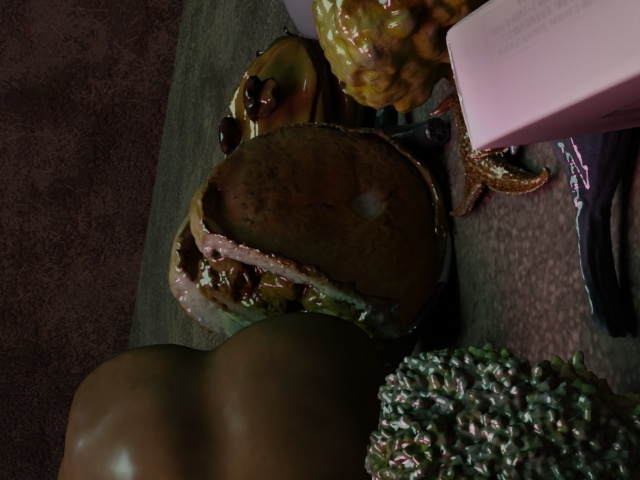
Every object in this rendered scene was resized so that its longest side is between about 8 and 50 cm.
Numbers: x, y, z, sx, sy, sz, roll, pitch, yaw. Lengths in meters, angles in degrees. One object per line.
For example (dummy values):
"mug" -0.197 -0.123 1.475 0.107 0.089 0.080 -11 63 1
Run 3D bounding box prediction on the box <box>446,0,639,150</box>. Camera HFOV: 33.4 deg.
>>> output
"box" 0.235 -0.146 0.709 0.252 0.203 0.106 -20 82 66

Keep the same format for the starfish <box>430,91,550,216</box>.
"starfish" 0.174 -0.098 1.141 0.213 0.057 0.238 -115 31 -41

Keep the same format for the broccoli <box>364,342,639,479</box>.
"broccoli" 0.171 0.210 0.812 0.235 0.260 0.288 -29 60 51

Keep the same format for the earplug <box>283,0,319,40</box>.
"earplug" 0.015 -0.377 1.282 0.175 0.214 0.325 -60 -29 -28

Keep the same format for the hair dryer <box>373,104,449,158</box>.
"hair dryer" 0.104 -0.188 1.381 0.195 0.075 0.219 -20 59 59

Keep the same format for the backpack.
"backpack" -0.050 -0.119 1.588 0.353 0.201 0.377 150 126 -73

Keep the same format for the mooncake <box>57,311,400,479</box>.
"mooncake" -0.059 0.296 1.152 0.467 0.467 0.262 113 155 -44

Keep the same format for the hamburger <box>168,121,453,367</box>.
"hamburger" 0.000 0.000 1.281 0.276 0.318 0.195 -64 0 -37

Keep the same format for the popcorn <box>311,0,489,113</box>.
"popcorn" 0.095 -0.264 1.154 0.173 0.225 0.286 51 143 16

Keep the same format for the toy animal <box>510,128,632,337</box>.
"toy animal" 0.220 -0.115 0.949 0.206 0.081 0.366 19 103 52
